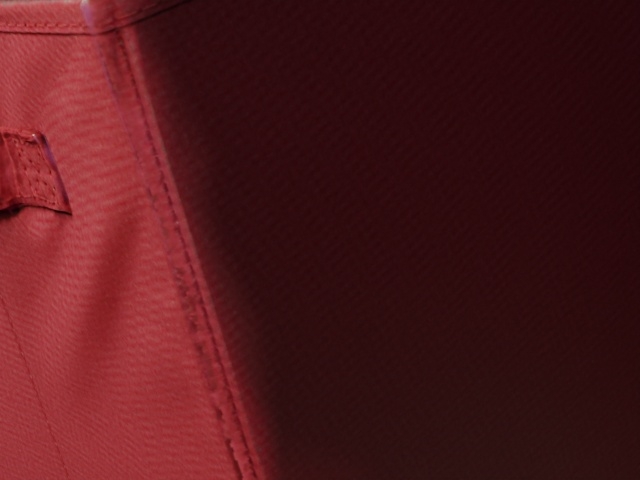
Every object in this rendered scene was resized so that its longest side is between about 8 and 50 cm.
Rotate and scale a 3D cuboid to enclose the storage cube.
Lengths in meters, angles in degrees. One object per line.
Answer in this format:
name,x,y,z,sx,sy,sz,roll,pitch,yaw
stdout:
storage cube,0.000,0.000,0.451,0.183,0.215,0.193,9,121,53
